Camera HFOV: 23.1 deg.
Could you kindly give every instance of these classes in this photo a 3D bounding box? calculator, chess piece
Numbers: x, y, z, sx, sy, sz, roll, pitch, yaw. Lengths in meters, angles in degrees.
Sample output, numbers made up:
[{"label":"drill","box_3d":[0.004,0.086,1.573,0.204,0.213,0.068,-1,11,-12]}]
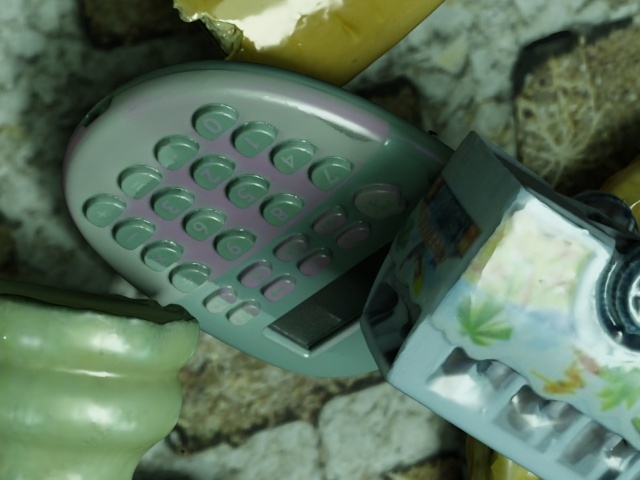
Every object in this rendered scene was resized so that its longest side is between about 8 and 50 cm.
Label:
[{"label":"calculator","box_3d":[0.000,0.000,0.838,0.299,0.041,0.185,29,131,-32]},{"label":"chess piece","box_3d":[-0.146,0.145,0.794,0.133,0.133,0.243,9,91,-27]}]

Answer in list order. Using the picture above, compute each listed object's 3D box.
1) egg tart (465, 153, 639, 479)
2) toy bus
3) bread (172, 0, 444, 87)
[{"label":"egg tart","box_3d":[0.305,0.129,0.995,0.443,0.178,0.443,-7,109,-23]},{"label":"toy bus","box_3d":[0.182,0.081,0.791,0.330,0.109,0.136,32,100,-19]},{"label":"bread","box_3d":[0.003,-0.148,0.812,0.173,0.085,0.134,-42,120,-6]}]
